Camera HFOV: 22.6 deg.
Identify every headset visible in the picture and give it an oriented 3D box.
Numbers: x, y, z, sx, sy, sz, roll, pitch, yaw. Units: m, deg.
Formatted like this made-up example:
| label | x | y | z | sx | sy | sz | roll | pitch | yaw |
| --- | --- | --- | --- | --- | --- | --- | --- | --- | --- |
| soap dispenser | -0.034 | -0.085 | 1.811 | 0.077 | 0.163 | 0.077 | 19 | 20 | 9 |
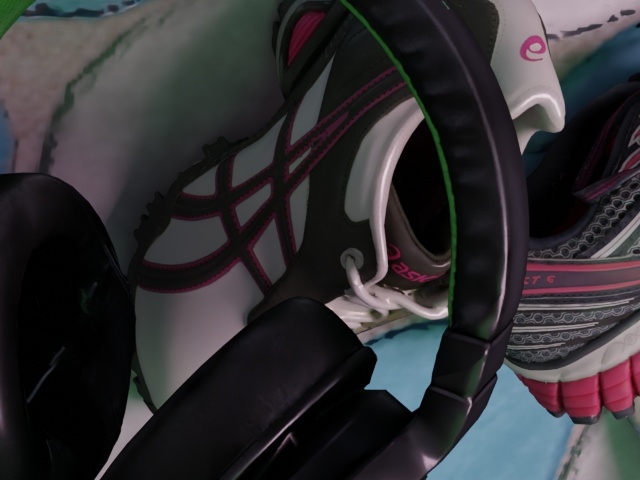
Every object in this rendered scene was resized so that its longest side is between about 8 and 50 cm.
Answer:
| label | x | y | z | sx | sy | sz | roll | pitch | yaw |
| --- | --- | --- | --- | --- | --- | --- | --- | --- | --- |
| headset | -0.068 | 0.061 | 0.608 | 0.394 | 0.243 | 0.185 | -69 | 167 | 12 |

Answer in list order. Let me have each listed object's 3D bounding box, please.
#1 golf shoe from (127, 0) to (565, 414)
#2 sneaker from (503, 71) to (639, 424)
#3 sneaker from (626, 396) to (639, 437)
| label | x | y | z | sx | sy | sz | roll | pitch | yaw |
| --- | --- | --- | --- | --- | --- | --- | --- | --- | --- |
| golf shoe | 0.000 | 0.000 | 0.658 | 0.105 | 0.120 | 0.273 | 9 | 126 | -31 |
| sneaker | 0.189 | -0.045 | 0.704 | 0.299 | 0.121 | 0.112 | -40 | 112 | 6 |
| sneaker | 0.215 | 0.121 | 0.883 | 0.057 | 0.075 | 0.161 | -31 | 134 | 4 |
